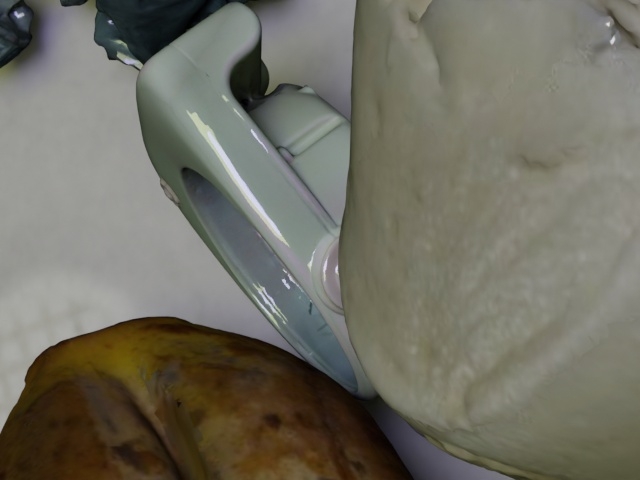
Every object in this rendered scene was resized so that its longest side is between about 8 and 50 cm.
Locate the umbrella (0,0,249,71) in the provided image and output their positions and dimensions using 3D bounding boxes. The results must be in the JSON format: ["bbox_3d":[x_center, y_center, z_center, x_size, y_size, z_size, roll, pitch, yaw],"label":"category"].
[{"bbox_3d":[-0.047,-0.177,0.869,0.349,0.094,0.143,-30,79,25],"label":"umbrella"}]

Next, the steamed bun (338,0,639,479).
[{"bbox_3d":[0.164,-0.020,0.668,0.290,0.272,0.273,6,99,-16],"label":"steamed bun"}]

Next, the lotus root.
[{"bbox_3d":[-0.038,0.146,0.803,0.193,0.193,0.291,-41,46,14],"label":"lotus root"}]

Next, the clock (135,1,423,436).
[{"bbox_3d":[0.000,0.000,0.838,0.062,0.151,0.191,-38,79,-12],"label":"clock"}]
